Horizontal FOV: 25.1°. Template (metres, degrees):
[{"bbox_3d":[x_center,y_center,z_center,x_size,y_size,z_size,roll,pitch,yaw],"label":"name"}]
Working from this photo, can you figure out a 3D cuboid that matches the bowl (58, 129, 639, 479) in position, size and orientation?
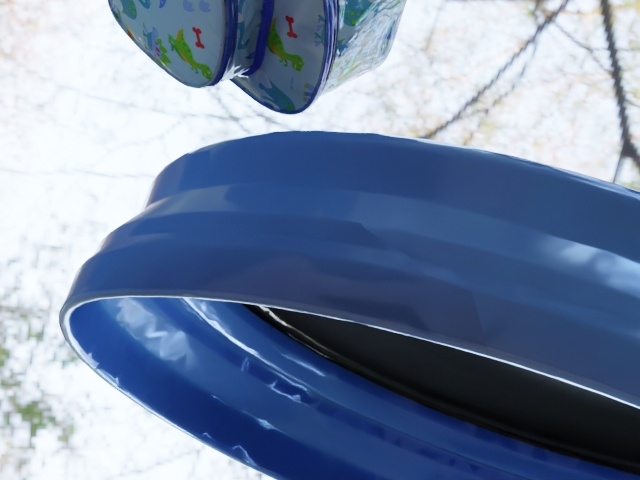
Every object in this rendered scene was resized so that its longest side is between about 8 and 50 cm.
[{"bbox_3d":[0.086,0.073,0.606,0.391,0.391,0.077,0,-118,47],"label":"bowl"}]

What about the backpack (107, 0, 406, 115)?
[{"bbox_3d":[-0.028,-0.105,0.553,0.114,0.084,0.105,39,-37,23],"label":"backpack"}]
